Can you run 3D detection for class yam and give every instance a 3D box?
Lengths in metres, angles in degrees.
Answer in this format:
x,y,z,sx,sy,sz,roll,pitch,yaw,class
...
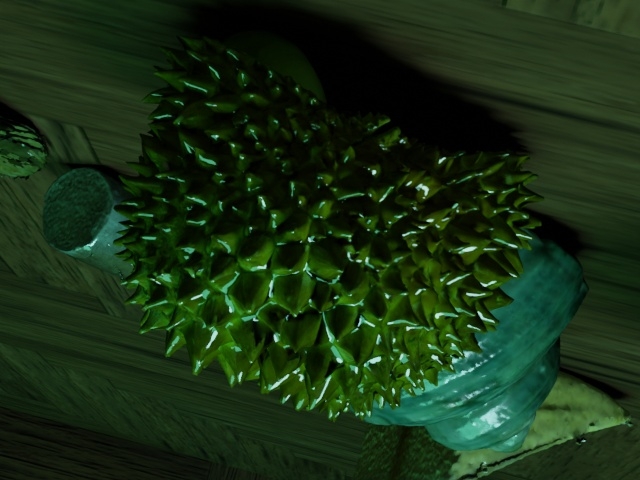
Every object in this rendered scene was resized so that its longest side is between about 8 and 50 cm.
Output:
x,y,z,sx,sy,sz,roll,pitch,yaw,class
-0.119,0.006,1.157,0.068,0.068,0.169,1,161,44,yam

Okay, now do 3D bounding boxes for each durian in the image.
x,y,z,sx,sy,sz,roll,pitch,yaw,class
-0.002,0.000,0.827,0.200,0.177,0.237,30,-173,32,durian

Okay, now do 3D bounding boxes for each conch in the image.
x,y,z,sx,sy,sz,roll,pitch,yaw,class
0.088,0.067,1.037,0.196,0.134,0.202,6,162,38,conch

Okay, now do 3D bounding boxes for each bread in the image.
x,y,z,sx,sy,sz,roll,pitch,yaw,class
0.154,0.186,1.422,0.178,0.135,0.240,20,163,-17,bread

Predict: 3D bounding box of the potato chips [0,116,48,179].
x,y,z,sx,sy,sz,roll,pitch,yaw,class
-0.276,-0.082,1.078,0.202,0.029,0.220,23,167,-30,potato chips
